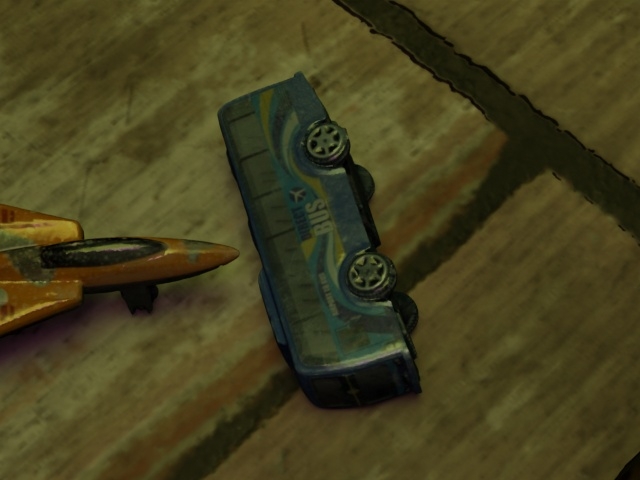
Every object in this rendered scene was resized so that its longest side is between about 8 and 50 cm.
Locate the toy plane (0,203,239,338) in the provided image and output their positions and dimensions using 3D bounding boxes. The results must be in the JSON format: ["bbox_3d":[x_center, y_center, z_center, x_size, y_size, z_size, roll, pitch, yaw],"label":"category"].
[{"bbox_3d":[-0.213,0.026,1.017,0.316,0.103,0.204,-1,61,-8],"label":"toy plane"}]

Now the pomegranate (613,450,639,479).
[{"bbox_3d":[0.279,0.226,0.839,0.306,0.242,0.242,46,63,-20],"label":"pomegranate"}]

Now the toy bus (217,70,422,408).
[{"bbox_3d":[-0.001,0.002,1.039,0.094,0.079,0.236,-22,60,7],"label":"toy bus"}]
